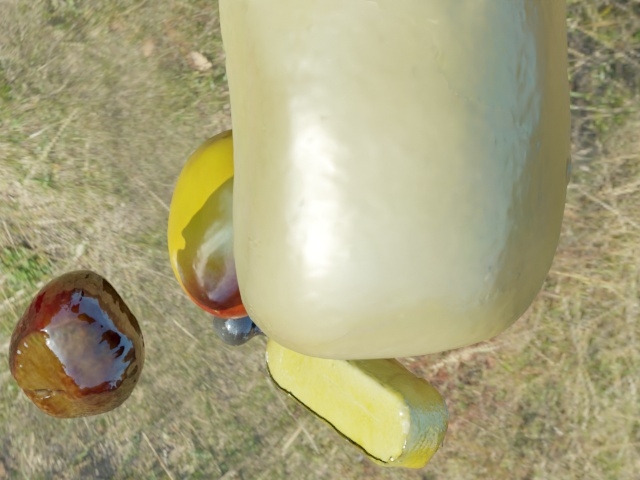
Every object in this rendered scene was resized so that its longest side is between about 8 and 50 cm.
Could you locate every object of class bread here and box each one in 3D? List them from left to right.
[{"bbox_3d":[0.040,0.171,1.036,0.094,0.245,0.102,9,105,-47],"label":"bread"},{"bbox_3d":[0.069,-0.105,0.729,0.253,0.348,0.376,0,97,22],"label":"bread"}]

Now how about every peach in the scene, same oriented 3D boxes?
[{"bbox_3d":[-0.115,-0.024,1.501,0.289,0.289,0.308,4,86,-23],"label":"peach"}]

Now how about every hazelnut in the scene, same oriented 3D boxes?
[{"bbox_3d":[-0.315,0.132,1.190,0.178,0.178,0.204,-21,131,-19],"label":"hazelnut"}]

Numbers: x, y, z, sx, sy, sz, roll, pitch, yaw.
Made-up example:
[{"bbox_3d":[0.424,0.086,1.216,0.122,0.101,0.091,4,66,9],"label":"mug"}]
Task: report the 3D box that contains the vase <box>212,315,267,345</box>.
[{"bbox_3d":[-0.137,0.182,1.953,0.183,0.120,0.120,17,88,1],"label":"vase"}]
